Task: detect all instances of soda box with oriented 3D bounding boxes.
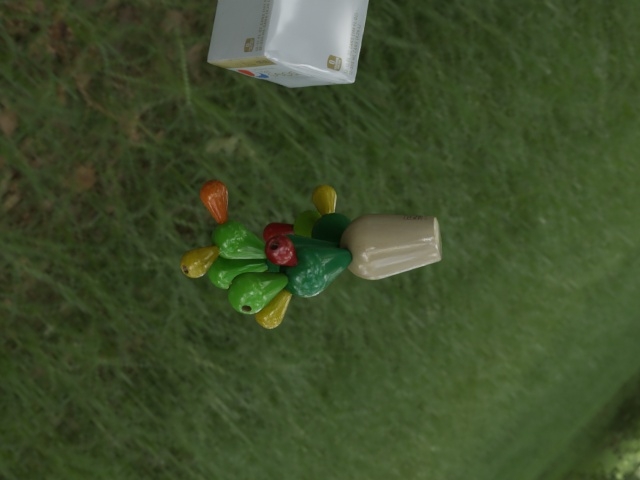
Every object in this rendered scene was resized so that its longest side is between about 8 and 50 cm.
[{"bbox_3d":[-0.007,-0.207,0.690,0.069,0.074,0.216,10,89,-34],"label":"soda box"}]

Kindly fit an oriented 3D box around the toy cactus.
[{"bbox_3d":[0.000,0.000,0.854,0.180,0.112,0.219,-8,-178,14],"label":"toy cactus"}]
